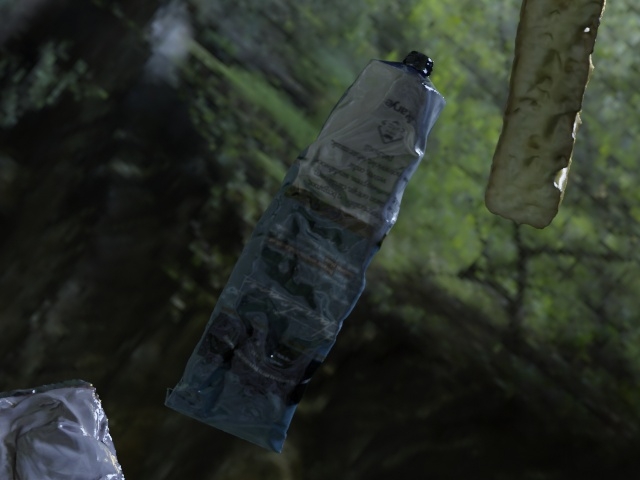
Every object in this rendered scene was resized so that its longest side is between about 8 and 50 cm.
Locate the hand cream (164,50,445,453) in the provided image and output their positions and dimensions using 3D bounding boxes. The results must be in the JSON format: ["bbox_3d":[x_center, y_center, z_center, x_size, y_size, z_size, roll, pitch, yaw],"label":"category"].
[{"bbox_3d":[0.000,0.000,0.899,0.248,0.075,0.052,-62,-179,-1],"label":"hand cream"}]

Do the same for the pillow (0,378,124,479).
[{"bbox_3d":[-0.170,0.200,0.909,0.135,0.248,0.049,-8,156,-16],"label":"pillow"}]

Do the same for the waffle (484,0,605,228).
[{"bbox_3d":[0.164,-0.156,1.056,0.274,0.057,0.168,93,12,-47],"label":"waffle"}]
